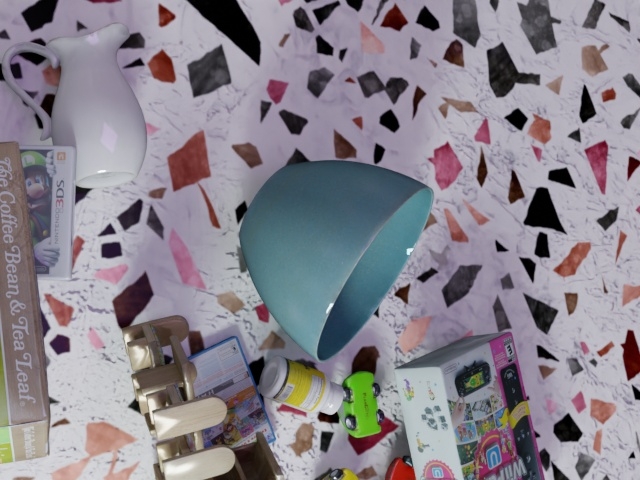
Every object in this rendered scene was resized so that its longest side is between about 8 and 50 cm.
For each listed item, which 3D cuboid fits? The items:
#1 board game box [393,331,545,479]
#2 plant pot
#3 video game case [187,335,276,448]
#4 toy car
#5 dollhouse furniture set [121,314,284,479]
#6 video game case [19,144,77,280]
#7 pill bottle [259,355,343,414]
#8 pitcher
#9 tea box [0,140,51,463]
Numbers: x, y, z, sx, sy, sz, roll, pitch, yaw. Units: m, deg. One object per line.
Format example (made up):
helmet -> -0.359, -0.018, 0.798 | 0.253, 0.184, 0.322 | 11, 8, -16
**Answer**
board game box -> 0.237, 0.314, 1.909 | 0.224, 0.097, 0.304 | -16, 95, -50
plant pot -> 0.000, 0.000, 1.764 | 0.195, 0.290, 0.290 | 32, 65, 15
video game case -> -0.142, 0.236, 1.780 | 0.119, 0.015, 0.166 | -24, 97, -30
toy car -> 0.066, 0.309, 1.873 | 0.239, 0.053, 0.225 | -7, 89, -31
dollhouse furniture set -> -0.149, 0.240, 1.651 | 0.160, 0.212, 0.242 | -14, 119, -14
video game case -> -0.410, -0.037, 1.589 | 0.190, 0.022, 0.173 | 1, 84, 4
pill bottle -> -0.026, 0.216, 1.821 | 0.116, 0.065, 0.065 | 25, 74, -27
pitcher -> -0.328, -0.176, 1.663 | 0.177, 0.125, 0.207 | -9, 80, -9
tea box -> -0.479, 0.088, 1.394 | 0.323, 0.220, 0.329 | -5, 71, -13
